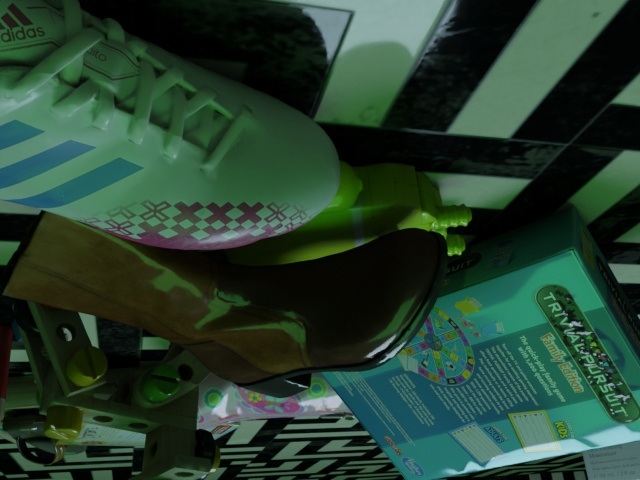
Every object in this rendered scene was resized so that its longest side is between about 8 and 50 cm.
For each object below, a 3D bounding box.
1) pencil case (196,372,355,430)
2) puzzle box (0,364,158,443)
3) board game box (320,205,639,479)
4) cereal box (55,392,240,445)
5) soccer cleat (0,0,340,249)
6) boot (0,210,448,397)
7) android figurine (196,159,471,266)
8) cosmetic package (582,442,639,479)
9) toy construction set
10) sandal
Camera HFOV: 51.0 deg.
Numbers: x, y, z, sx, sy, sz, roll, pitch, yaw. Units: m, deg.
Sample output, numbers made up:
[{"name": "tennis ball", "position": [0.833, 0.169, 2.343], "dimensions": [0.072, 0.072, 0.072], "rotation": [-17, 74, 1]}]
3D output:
[{"name": "pencil case", "position": [-0.060, 0.198, 0.939], "dimensions": [0.284, 0.124, 0.124], "rotation": [-3, 154, -2]}, {"name": "puzzle box", "position": [-0.354, 0.278, 1.124], "dimensions": [0.408, 0.052, 0.272], "rotation": [-4, 155, -3]}, {"name": "board game box", "position": [0.182, 0.138, 0.758], "dimensions": [0.336, 0.079, 0.254], "rotation": [-24, 112, 32]}, {"name": "cereal box", "position": [-0.264, 0.279, 1.028], "dimensions": [0.240, 0.047, 0.173], "rotation": [11, 149, -30]}, {"name": "soccer cleat", "position": [-0.128, -0.072, 0.378], "dimensions": [0.331, 0.116, 0.143], "rotation": [6, 152, -21]}, {"name": "boot", "position": [-0.076, 0.018, 0.531], "dimensions": [0.280, 0.096, 0.264], "rotation": [30, 141, -29]}, {"name": "android figurine", "position": [0.000, 0.000, 0.622], "dimensions": [0.272, 0.056, 0.248], "rotation": [-4, 154, 2]}, {"name": "cosmetic package", "position": [0.677, 0.460, 1.533], "dimensions": [0.151, 0.184, 0.151], "rotation": [-16, 152, 22]}, {"name": "toy construction set", "position": [-0.243, 0.181, 0.734], "dimensions": [0.308, 0.237, 0.257], "rotation": [-16, 152, 21]}, {"name": "sandal", "position": [-0.441, 0.327, 1.077], "dimensions": [0.089, 0.060, 0.219], "rotation": [-3, 154, -3]}]
